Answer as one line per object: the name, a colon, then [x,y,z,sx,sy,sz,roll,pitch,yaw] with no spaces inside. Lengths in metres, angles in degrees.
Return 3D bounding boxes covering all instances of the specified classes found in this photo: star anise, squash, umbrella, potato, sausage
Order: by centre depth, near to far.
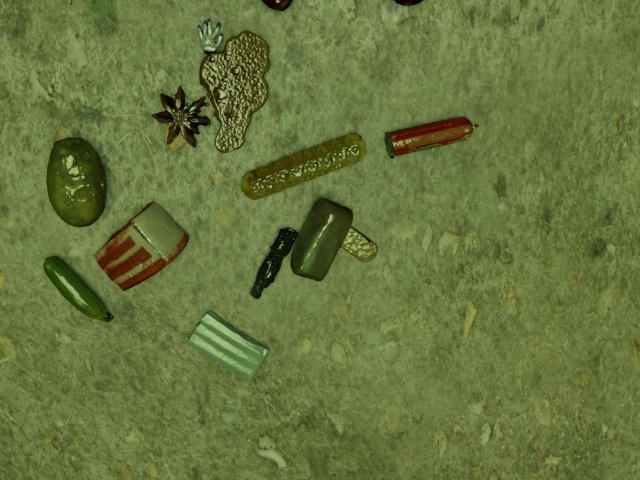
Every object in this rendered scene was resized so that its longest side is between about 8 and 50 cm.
potato: [-0.650,-0.151,1.440,0.150,0.113,0.251,-6,114,-11]
star anise: [-0.373,-0.328,1.445,0.168,0.057,0.167,-1,104,-6]
sausage: [0.314,-0.295,1.505,0.264,0.083,0.083,-13,105,-2]
squash: [-0.691,0.147,1.533,0.066,0.066,0.252,-38,105,5]
umbrella: [-0.139,0.070,1.570,0.066,0.059,0.235,10,113,-51]

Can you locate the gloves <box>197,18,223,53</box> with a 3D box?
gloves: [-0.287,-0.535,1.416,0.064,0.026,0.086,-7,100,-5]

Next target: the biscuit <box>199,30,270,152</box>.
biscuit: [-0.230,-0.393,1.436,0.184,0.047,0.319,0,102,-15]

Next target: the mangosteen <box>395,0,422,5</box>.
mangosteen: [0.219,-0.674,1.376,0.153,0.152,0.152,-1,105,-5]

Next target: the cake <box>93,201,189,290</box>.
cake: [-0.502,0.011,1.526,0.262,0.159,0.158,-27,109,38]

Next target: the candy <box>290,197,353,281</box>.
candy: [0.000,0.000,1.532,0.104,0.102,0.233,20,106,-30]

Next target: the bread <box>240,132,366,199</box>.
bread: [-0.048,-0.204,1.496,0.368,0.077,0.084,-20,107,1]

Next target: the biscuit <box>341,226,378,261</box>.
biscuit: [0.105,0.009,1.595,0.147,0.018,0.071,34,101,-14]

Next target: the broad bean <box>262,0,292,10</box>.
broad bean: [-0.126,-0.668,1.366,0.114,0.084,0.165,-33,99,9]

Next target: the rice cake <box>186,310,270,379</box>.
rice cake: [-0.276,0.321,1.629,0.237,0.043,0.127,33,101,-11]

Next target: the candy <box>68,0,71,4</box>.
candy: [-0.619,-0.684,1.340,0.056,0.049,0.184,-12,120,-48]
